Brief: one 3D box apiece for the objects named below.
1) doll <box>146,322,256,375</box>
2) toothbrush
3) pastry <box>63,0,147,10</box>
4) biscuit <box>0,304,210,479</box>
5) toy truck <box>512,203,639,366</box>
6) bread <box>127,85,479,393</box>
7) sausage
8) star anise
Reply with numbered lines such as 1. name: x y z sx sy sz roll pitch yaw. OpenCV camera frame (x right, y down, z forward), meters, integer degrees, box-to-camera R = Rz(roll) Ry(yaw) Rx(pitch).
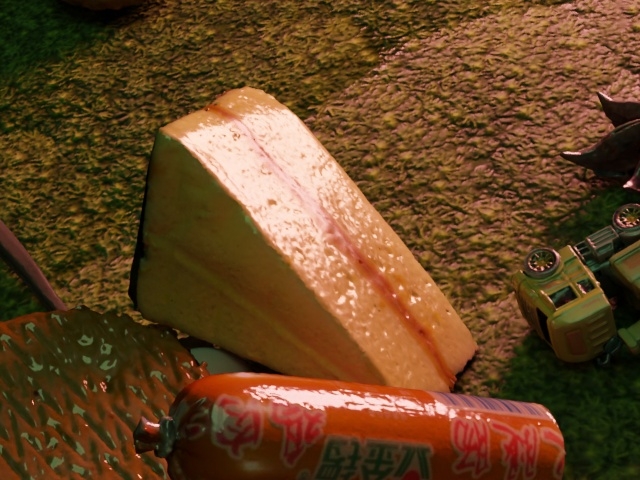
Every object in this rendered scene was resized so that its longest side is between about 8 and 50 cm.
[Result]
1. doll: -0.066 0.171 1.016 0.138 0.119 0.293 14 31 -36
2. toothbrush: -0.283 0.015 1.269 0.030 0.030 0.297 -15 39 -36
3. pastry: -0.228 -0.332 1.520 0.182 0.093 0.192 15 50 27
4. biscuit: -0.184 0.151 0.942 0.254 0.035 0.254 -1 49 1
5. toy truck: 0.247 0.034 1.077 0.169 0.077 0.100 -26 45 -3
6. bread: 0.003 0.003 1.066 0.264 0.163 0.167 21 29 17
7. sausage: 0.020 0.140 0.920 0.312 0.093 0.093 10 38 -31
8. star anise: 0.324 -0.086 1.182 0.204 0.061 0.180 -27 36 -17
